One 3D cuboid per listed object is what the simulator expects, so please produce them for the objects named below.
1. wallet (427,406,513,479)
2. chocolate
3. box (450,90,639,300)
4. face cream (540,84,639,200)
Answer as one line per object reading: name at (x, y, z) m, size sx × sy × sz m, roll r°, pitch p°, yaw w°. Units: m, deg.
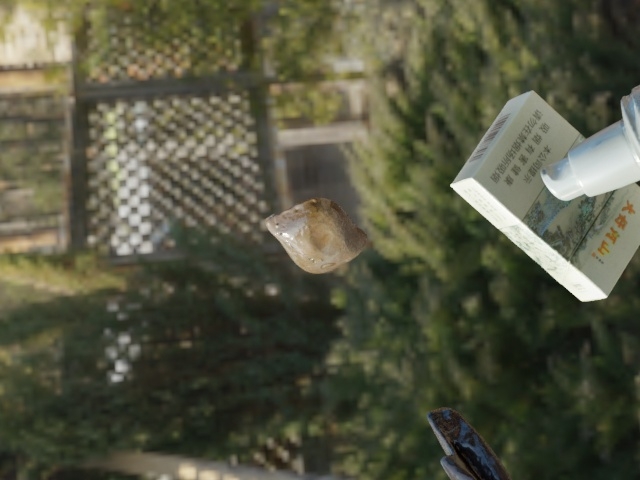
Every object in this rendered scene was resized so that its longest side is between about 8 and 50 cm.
wallet at (0.183, 0.281, 1.461) m, size 0.182 × 0.049 × 0.229 m, roll 54°, pitch 175°, yaw 45°
chocolate at (0.000, 0.000, 1.245) m, size 0.100 × 0.065 × 0.031 m, roll 50°, pitch -163°, yaw -60°
box at (0.324, -0.059, 2.062) m, size 0.164 × 0.256 × 0.069 m, roll -55°, pitch 13°, yaw -20°
face cream at (0.316, -0.099, 1.331) m, size 0.101 × 0.252 × 0.101 m, roll 51°, pitch -156°, yaw -33°
